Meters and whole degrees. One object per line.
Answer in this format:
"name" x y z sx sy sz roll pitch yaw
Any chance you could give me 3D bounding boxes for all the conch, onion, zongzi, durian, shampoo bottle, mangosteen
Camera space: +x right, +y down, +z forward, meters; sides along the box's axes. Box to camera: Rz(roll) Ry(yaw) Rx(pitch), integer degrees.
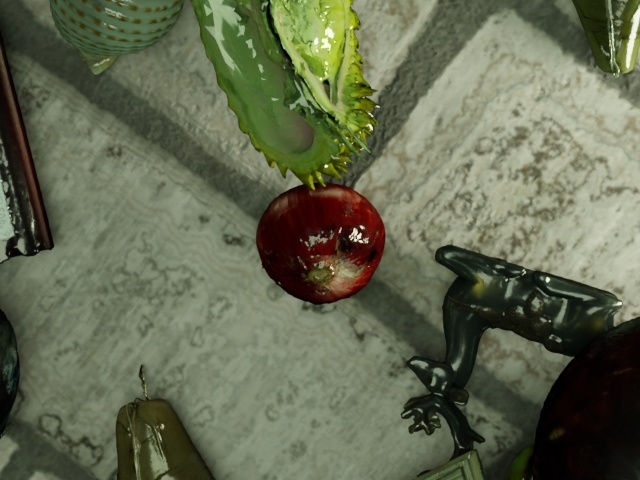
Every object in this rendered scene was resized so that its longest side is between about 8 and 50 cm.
"conch" -0.208 -0.242 1.682 0.153 0.102 0.135 -43 76 14
"onion" 0.000 0.000 1.680 0.131 0.131 0.131 1 97 6
"zongzi" 0.259 -0.219 1.669 0.113 0.052 0.104 16 105 17
"durian" -0.054 -0.217 1.635 0.158 0.169 0.352 -19 92 10
"shampoo bottle" -0.363 -0.133 1.723 0.129 0.084 0.323 -13 95 18
"mangosteen" 0.328 0.219 1.624 0.306 0.359 0.306 3 82 -23
"zongzi" -0.203 0.251 1.765 0.178 0.081 0.189 -33 87 19

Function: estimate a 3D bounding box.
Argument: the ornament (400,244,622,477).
"ornament" 0.181 0.140 1.707 0.202 0.080 0.236 17 96 6

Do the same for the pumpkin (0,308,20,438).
"pumpkin" -0.411 0.128 1.703 0.233 0.163 0.233 5 125 7

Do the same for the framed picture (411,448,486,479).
"framed picture" 0.114 0.374 1.648 0.231 0.018 0.293 -36 63 45
